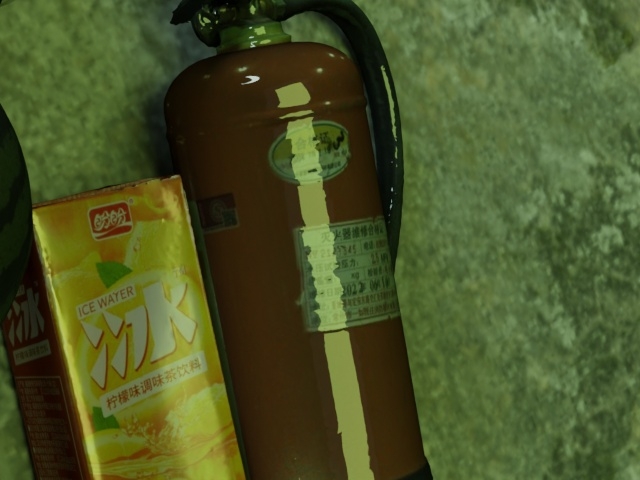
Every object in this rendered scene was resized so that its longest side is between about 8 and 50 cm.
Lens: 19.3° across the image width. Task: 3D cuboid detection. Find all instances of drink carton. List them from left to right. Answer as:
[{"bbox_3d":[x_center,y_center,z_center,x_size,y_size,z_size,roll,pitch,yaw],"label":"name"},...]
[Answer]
[{"bbox_3d":[-0.106,0.083,1.000,0.096,0.071,0.223,-14,95,-34],"label":"drink carton"}]

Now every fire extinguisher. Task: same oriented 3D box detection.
[{"bbox_3d":[-0.011,0.002,1.073,0.200,0.113,0.376,-33,113,-77],"label":"fire extinguisher"}]

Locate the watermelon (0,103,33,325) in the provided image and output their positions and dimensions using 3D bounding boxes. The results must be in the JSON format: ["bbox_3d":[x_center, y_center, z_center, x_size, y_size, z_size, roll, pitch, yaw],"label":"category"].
[{"bbox_3d":[-0.232,-0.011,0.835,0.212,0.212,0.212,3,85,-35],"label":"watermelon"}]

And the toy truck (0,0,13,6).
[{"bbox_3d":[-0.202,-0.216,0.901,0.213,0.177,0.161,31,99,-20],"label":"toy truck"}]
